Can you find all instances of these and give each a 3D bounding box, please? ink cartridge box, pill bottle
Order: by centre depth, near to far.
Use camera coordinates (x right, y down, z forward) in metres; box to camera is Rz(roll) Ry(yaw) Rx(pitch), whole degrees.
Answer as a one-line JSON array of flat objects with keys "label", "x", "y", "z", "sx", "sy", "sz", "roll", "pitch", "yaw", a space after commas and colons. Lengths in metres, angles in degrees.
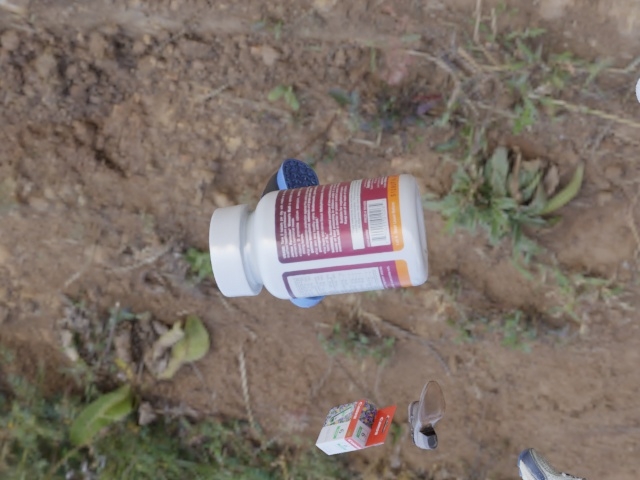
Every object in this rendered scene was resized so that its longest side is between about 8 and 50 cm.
[{"label": "pill bottle", "x": 0.000, "y": 0.000, "z": 0.943, "sx": 0.221, "sy": 0.121, "sz": 0.121, "roll": -6, "pitch": 170, "yaw": 11}, {"label": "ink cartridge box", "x": 0.048, "y": 0.250, "z": 1.177, "sx": 0.029, "sy": 0.063, "sz": 0.115, "roll": 41, "pitch": 141, "yaw": -20}]

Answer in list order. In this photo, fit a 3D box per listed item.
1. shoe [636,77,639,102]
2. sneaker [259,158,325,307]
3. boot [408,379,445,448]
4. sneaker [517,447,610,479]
[{"label": "shoe", "x": 0.408, "y": -0.177, "z": 0.859, "sx": 0.178, "sy": 0.063, "sz": 0.081, "roll": -22, "pitch": -178, "yaw": 43}, {"label": "sneaker", "x": -0.037, "y": 0.002, "z": 1.151, "sx": 0.081, "sy": 0.232, "sz": 0.090, "roll": 15, "pitch": 136, "yaw": -24}, {"label": "boot", "x": 0.157, "y": 0.262, "z": 1.331, "sx": 0.042, "sy": 0.118, "sz": 0.087, "roll": 1, "pitch": -174, "yaw": -12}, {"label": "sneaker", "x": 0.217, "y": 0.206, "z": 0.682, "sx": 0.135, "sy": 0.058, "sz": 0.052, "roll": 42, "pitch": -167, "yaw": 27}]
